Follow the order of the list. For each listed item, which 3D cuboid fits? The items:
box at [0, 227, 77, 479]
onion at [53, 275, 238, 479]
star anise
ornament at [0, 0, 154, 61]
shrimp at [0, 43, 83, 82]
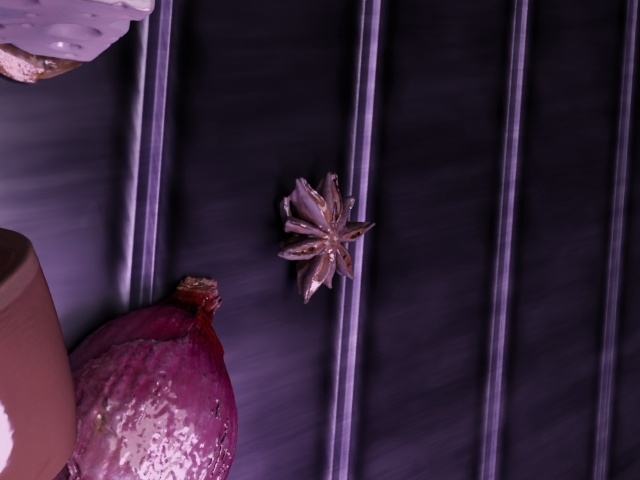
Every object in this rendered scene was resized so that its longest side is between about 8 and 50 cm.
[{"bbox_3d":[-0.377,0.138,0.933,0.301,0.301,0.216,-36,119,-36],"label":"box"},{"bbox_3d":[-0.182,0.194,1.207,0.267,0.159,0.348,39,68,-41],"label":"onion"},{"bbox_3d":[0.000,0.000,1.430,0.182,0.065,0.195,34,66,-44],"label":"star anise"},{"bbox_3d":[-0.304,-0.327,0.956,0.239,0.240,0.239,3,87,-27],"label":"ornament"},{"bbox_3d":[-0.288,-0.299,1.147,0.296,0.058,0.169,-41,123,-28],"label":"shrimp"}]
